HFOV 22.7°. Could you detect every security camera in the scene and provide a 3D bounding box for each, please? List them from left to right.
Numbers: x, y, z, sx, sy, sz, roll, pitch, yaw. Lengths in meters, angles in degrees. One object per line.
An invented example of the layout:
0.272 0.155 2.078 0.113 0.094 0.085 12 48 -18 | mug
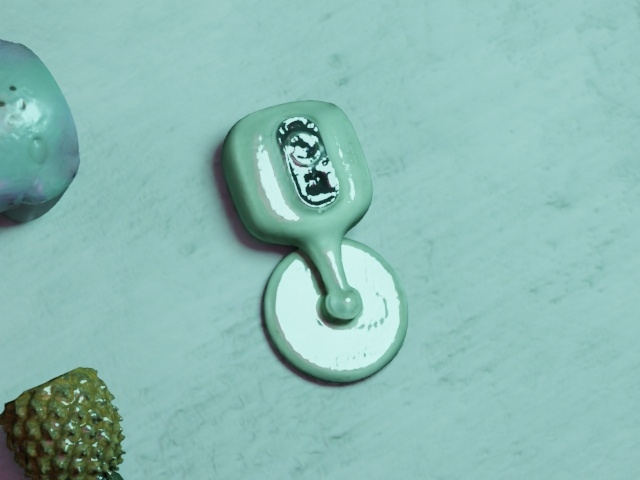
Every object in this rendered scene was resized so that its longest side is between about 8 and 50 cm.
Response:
0.000 0.000 1.668 0.157 0.080 0.301 -15 81 -21 | security camera

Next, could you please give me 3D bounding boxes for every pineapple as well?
-0.210 0.264 1.502 0.130 0.119 0.277 -22 82 -40 | pineapple

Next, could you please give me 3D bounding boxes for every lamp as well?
-0.380 -0.077 1.493 0.301 0.247 0.247 -26 85 -30 | lamp
